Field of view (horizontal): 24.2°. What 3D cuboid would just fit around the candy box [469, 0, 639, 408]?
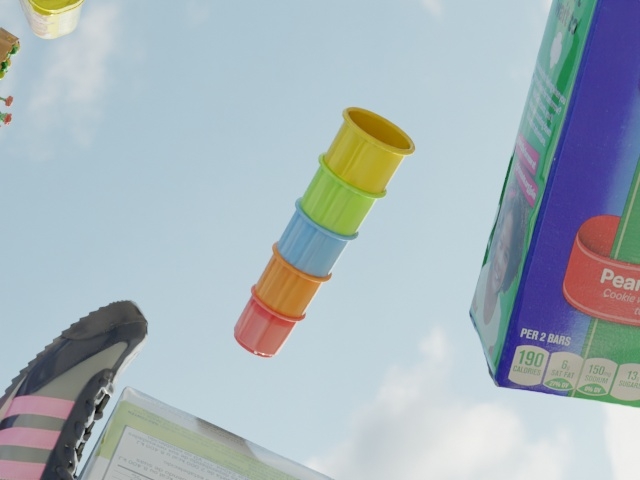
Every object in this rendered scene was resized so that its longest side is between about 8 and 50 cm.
[{"bbox_3d":[0.258,-0.055,0.898,0.122,0.268,0.317,-105,26,-70],"label":"candy box"}]

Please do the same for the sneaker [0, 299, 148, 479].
[{"bbox_3d":[-0.253,0.202,1.395,0.319,0.131,0.112,-48,-21,-3],"label":"sneaker"}]

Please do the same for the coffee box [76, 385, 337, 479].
[{"bbox_3d":[-0.046,0.331,0.826,0.337,0.338,0.334,-64,5,8],"label":"coffee box"}]

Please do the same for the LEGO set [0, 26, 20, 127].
[{"bbox_3d":[-0.386,-0.079,1.534,0.287,0.107,0.132,-45,-20,-13],"label":"LEGO set"}]

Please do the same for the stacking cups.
[{"bbox_3d":[0.000,0.000,1.753,0.096,0.096,0.316,-19,-39,-60],"label":"stacking cups"}]

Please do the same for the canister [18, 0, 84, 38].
[{"bbox_3d":[-0.323,-0.311,1.751,0.170,0.073,0.126,156,92,-78],"label":"canister"}]
